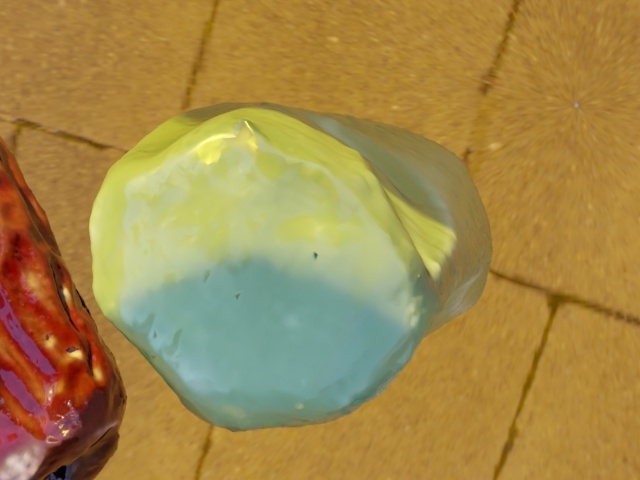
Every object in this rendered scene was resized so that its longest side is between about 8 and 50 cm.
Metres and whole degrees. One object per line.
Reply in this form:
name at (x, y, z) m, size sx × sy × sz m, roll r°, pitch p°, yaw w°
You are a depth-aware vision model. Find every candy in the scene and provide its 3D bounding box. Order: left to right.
candy at (0.000, 0.000, 0.730) m, size 0.132 × 0.343 × 0.142 m, roll -20°, pitch 90°, yaw 10°

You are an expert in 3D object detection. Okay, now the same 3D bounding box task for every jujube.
jujube at (-0.229, 0.026, 0.865) m, size 0.197 × 0.197 × 0.290 m, roll -46°, pitch 76°, yaw 10°
